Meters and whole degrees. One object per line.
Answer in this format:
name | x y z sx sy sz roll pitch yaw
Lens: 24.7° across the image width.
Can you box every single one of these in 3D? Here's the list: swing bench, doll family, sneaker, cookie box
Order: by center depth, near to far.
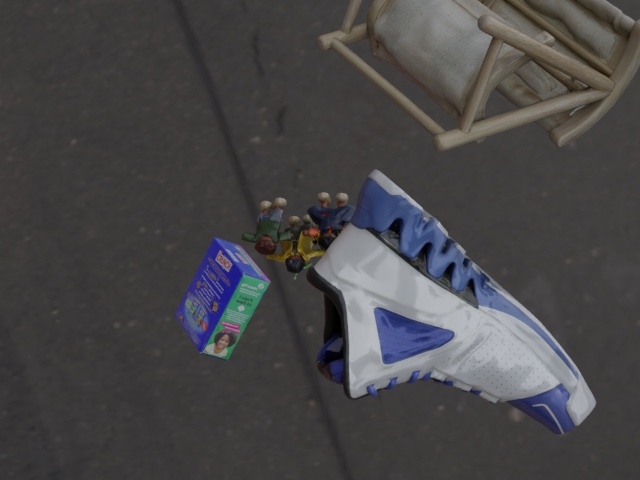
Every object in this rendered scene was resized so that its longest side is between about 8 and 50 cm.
sneaker | 0.098 0.095 1.406 0.182 0.127 0.315 -46 109 3
swing bench | 0.181 -0.230 1.635 0.255 0.253 0.165 -3 125 -36
cookie box | -0.112 0.065 1.648 0.040 0.092 0.107 18 108 -34
doll family | 0.000 0.000 1.858 0.111 0.193 0.076 -83 161 -52
